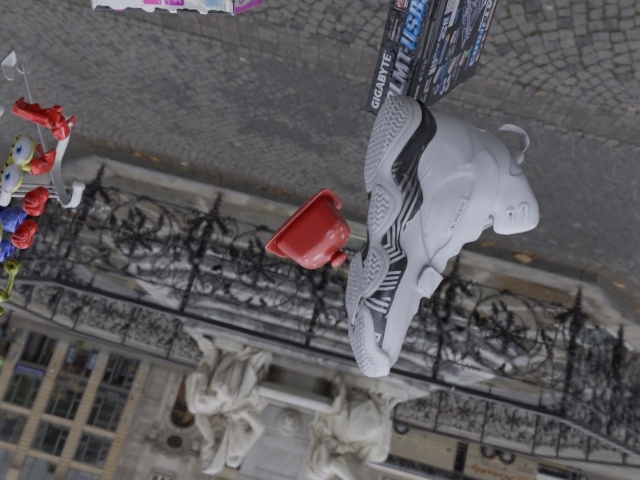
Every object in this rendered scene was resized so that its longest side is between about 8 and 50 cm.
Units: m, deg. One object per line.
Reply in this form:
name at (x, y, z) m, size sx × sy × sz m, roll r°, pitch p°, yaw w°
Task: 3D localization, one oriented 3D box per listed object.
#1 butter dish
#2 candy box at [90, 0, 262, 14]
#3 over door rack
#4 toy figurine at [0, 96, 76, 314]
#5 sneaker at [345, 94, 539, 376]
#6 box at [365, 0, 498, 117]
butter dish at (0.000, 0.000, 1.133) m, size 0.118 × 0.160 × 0.160 m, roll 47°, pitch -176°, yaw 15°
candy box at (-0.225, -0.408, 0.969) m, size 0.234 × 0.159 × 0.071 m, roll 5°, pitch 118°, yaw 10°
over door rack at (-0.509, -0.196, 0.894) m, size 0.108 × 0.324 × 0.240 m, roll -42°, pitch 157°, yaw 30°
toy figurine at (-0.454, -0.027, 0.684) m, size 0.217 × 0.362 × 0.191 m, roll 23°, pitch -168°, yaw -15°
sneaker at (0.156, 0.007, 0.788) m, size 0.210 × 0.365 × 0.137 m, roll 7°, pitch -174°, yaw -8°
box at (0.196, -0.357, 0.930) m, size 0.073 × 0.293 × 0.295 m, roll 29°, pitch 134°, yaw 20°
